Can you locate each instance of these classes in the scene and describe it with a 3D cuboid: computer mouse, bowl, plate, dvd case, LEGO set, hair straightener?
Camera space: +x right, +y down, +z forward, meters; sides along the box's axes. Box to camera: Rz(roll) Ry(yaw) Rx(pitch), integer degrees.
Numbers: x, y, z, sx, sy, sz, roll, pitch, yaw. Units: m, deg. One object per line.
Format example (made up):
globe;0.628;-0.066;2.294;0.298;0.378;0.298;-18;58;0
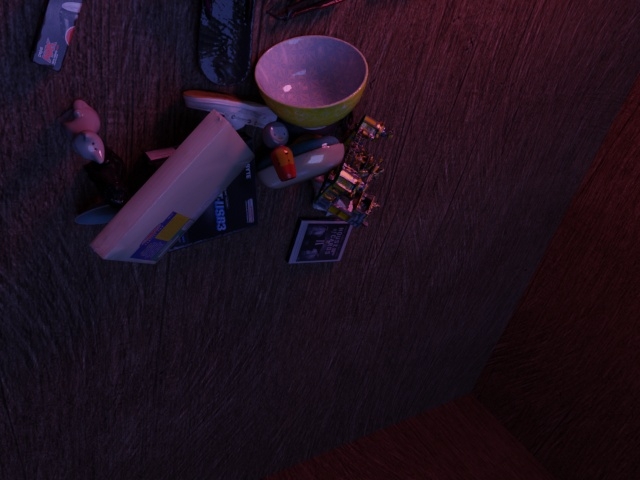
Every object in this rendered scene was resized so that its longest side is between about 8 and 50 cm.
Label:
computer mouse;-0.004;-0.373;1.398;0.272;0.072;0.189;-24;133;-21
bowl;-0.021;-0.392;1.246;0.289;0.289;0.156;-30;151;-15
plate;-0.523;-0.078;1.188;0.188;0.188;0.024;-13;86;-29
dvd case;0.000;0.000;1.708;0.238;0.029;0.180;-1;122;-36
LEGO set;0.137;-0.197;1.436;0.192;0.332;0.255;29;144;-11
hair straightener;-0.038;-0.634;1.207;0.230;0.047;0.089;-25;133;-14

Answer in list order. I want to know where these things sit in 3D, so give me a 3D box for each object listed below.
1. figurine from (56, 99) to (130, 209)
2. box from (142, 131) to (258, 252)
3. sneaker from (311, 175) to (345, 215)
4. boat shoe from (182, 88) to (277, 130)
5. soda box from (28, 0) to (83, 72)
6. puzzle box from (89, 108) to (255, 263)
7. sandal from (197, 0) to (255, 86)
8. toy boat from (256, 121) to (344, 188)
figurine;-0.504;-0.186;1.063;0.092;0.209;0.215;-28;134;-17
box;-0.327;-0.137;1.335;0.293;0.073;0.296;-17;130;-25
sneaker;0.004;-0.149;1.575;0.094;0.080;0.212;-32;137;9
boat shoe;-0.231;-0.333;1.239;0.276;0.098;0.096;-1;121;-37
soda box;-0.542;-0.439;0.961;0.060;0.053;0.169;13;113;-42
puzzle box;-0.341;-0.111;1.144;0.409;0.052;0.272;-47;174;-2
sandal;-0.207;-0.565;1.048;0.167;0.107;0.446;-3;125;-10
toy boat;-0.074;-0.239;1.298;0.267;0.318;0.148;-17;93;13
